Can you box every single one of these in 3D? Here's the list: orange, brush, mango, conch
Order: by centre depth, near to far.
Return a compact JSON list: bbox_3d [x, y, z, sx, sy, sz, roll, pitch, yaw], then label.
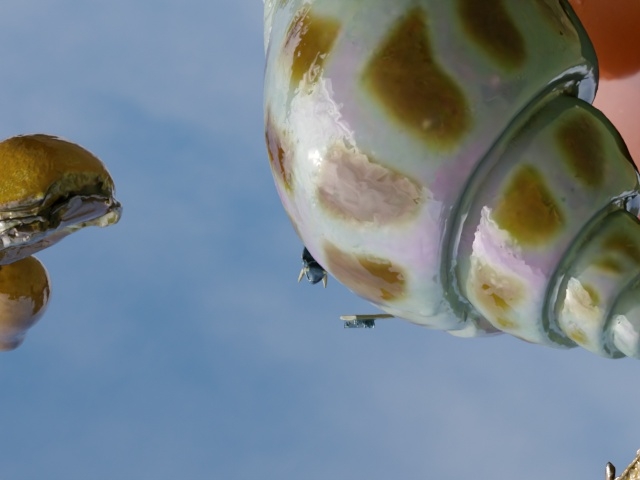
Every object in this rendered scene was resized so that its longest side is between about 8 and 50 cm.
[{"bbox_3d":[0.081,-0.064,1.080,0.249,0.197,0.368,19,-131,-60],"label":"conch"},{"bbox_3d":[0.045,0.065,1.479,0.083,0.016,0.013,-2,-92,-56],"label":"brush"},{"bbox_3d":[-0.266,-0.041,1.643,0.169,0.112,0.160,-6,174,-1],"label":"orange"},{"bbox_3d":[-0.340,0.062,1.914,0.102,0.184,0.085,15,-116,-9],"label":"mango"}]

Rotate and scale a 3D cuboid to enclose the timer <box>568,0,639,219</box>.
[{"bbox_3d":[0.226,-0.156,1.300,0.161,0.257,0.250,-11,-130,-39],"label":"timer"}]

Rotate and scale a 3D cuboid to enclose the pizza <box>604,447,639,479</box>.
[{"bbox_3d":[0.396,0.255,1.940,0.074,0.251,0.288,-11,-89,-46],"label":"pizza"}]

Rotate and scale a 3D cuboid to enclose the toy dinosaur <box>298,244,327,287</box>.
[{"bbox_3d":[0.000,0.000,1.609,0.030,0.083,0.047,10,-178,-3],"label":"toy dinosaur"}]
